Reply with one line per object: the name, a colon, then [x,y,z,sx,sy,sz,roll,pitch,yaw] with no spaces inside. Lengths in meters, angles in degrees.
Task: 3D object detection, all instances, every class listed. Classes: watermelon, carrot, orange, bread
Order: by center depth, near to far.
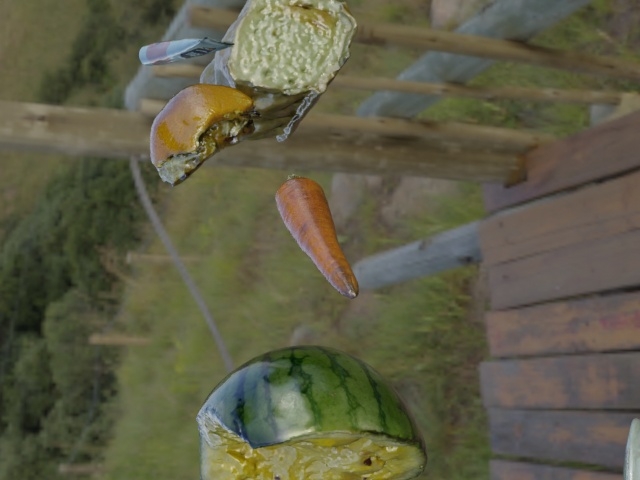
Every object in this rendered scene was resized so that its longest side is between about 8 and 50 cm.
carrot: [0.000,0.000,1.226,0.257,0.061,0.061,-116,37,-51]
orange: [-0.166,-0.155,1.439,0.112,0.160,0.170,59,-165,0]
watermelon: [-0.015,0.240,1.451,0.331,0.330,0.189,135,134,-59]
bread: [-0.076,-0.281,1.729,0.252,0.238,0.196,132,134,-76]

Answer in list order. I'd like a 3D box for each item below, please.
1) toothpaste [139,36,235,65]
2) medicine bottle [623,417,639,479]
toothpaste: [-0.213,-0.293,1.616,0.205,0.056,0.036,4,92,50]
medicine bottle: [0.406,0.267,1.150,0.147,0.143,0.147,0,-90,-67]
